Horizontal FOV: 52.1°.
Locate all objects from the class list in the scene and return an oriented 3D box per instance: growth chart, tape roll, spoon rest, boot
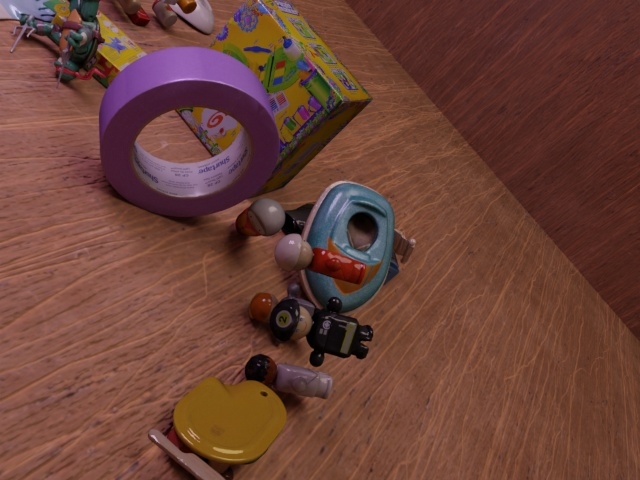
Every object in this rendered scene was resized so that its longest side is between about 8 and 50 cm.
[{"bbox_3d":[0.127,-0.037,1.543,0.237,0.021,0.172,41,-16,3],"label":"growth chart"},{"bbox_3d":[-0.207,-0.163,1.039,0.275,0.275,0.090,24,35,-40],"label":"tape roll"},{"bbox_3d":[-0.370,-0.626,1.659,0.276,0.084,0.137,38,26,-48],"label":"spoon rest"},{"bbox_3d":[0.011,-0.015,1.353,0.198,0.077,0.137,23,20,29],"label":"boot"}]

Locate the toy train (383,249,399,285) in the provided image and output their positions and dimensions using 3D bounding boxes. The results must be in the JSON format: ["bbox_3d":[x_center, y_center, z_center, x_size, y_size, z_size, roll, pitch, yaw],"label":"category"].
[{"bbox_3d":[0.108,0.028,1.440,0.080,0.105,0.184,32,31,-30],"label":"toy train"}]

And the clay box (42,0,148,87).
[{"bbox_3d":[-0.417,-0.369,1.249,0.222,0.053,0.127,41,29,-11],"label":"clay box"}]

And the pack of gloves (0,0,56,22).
[{"bbox_3d":[-0.575,-0.473,1.164,0.195,0.046,0.232,49,27,4],"label":"pack of gloves"}]

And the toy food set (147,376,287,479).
[{"bbox_3d":[-0.131,0.255,0.838,0.128,0.071,0.218,28,21,13],"label":"toy food set"}]

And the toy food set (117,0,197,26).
[{"bbox_3d":[-0.394,-0.560,1.473,0.104,0.111,0.232,54,30,10],"label":"toy food set"}]

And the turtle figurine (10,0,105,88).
[{"bbox_3d":[-0.431,-0.366,1.124,0.175,0.234,0.118,13,-4,27],"label":"turtle figurine"}]

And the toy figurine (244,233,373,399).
[{"bbox_3d":[-0.031,0.121,1.001,0.148,0.209,0.213,18,43,-19],"label":"toy figurine"}]

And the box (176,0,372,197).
[{"bbox_3d":[-0.105,-0.293,1.347,0.279,0.290,0.177,51,27,5],"label":"box"}]

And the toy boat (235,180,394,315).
[{"bbox_3d":[0.000,0.000,1.214,0.318,0.148,0.267,17,78,-22],"label":"toy boat"}]
